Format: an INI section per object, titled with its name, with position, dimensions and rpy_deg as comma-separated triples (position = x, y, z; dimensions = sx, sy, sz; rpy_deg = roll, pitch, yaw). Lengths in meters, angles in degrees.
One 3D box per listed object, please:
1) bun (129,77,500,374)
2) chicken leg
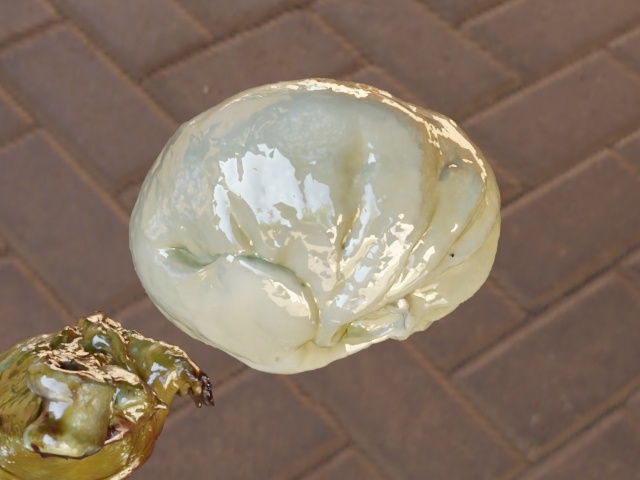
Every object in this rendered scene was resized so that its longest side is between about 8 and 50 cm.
[bun]
position = 0.000, 0.000, 1.145
dimensions = 0.259, 0.259, 0.160
rpy_deg = -4, 53, -16
[chicken leg]
position = -0.177, 0.135, 1.325
dimensions = 0.211, 0.361, 0.140
rpy_deg = -14, 94, -27
